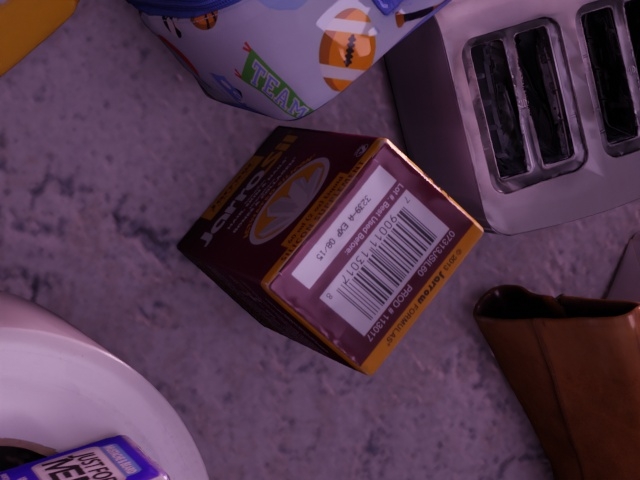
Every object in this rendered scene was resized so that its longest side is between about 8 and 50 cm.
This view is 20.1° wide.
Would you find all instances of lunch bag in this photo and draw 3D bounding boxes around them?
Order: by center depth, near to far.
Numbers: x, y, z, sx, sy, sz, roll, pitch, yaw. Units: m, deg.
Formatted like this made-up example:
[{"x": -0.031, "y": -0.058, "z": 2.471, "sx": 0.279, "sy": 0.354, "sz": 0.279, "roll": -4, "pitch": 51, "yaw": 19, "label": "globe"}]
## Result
[{"x": 0.044, "y": -0.195, "z": 0.992, "sx": 0.303, "sy": 0.243, "sz": 0.115, "roll": -42, "pitch": 108, "yaw": -10, "label": "lunch bag"}]

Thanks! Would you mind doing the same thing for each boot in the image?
[{"x": 0.229, "y": 0.155, "z": 1.088, "sx": 0.096, "sy": 0.264, "sz": 0.280, "roll": -29, "pitch": 112, "yaw": -24, "label": "boot"}]

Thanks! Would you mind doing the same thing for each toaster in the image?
[{"x": 0.133, "y": -0.092, "z": 1.108, "sx": 0.168, "sy": 0.110, "sz": 0.186, "roll": -17, "pitch": 102, "yaw": -16, "label": "toaster"}]

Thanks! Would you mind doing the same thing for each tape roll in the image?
[{"x": -0.195, "y": 0.154, "z": 0.987, "sx": 0.246, "sy": 0.169, "sz": 0.246, "roll": -2, "pitch": 96, "yaw": -19, "label": "tape roll"}]

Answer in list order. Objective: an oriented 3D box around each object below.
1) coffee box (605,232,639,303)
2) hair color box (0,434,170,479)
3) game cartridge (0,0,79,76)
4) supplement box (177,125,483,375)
[{"x": 0.340, "y": 0.108, "z": 1.169, "sx": 0.297, "sy": 0.168, "sz": 0.119, "roll": 30, "pitch": 75, "yaw": -21, "label": "coffee box"}, {"x": -0.217, "y": 0.234, "z": 0.842, "sx": 0.339, "sy": 0.110, "sz": 0.185, "roll": -16, "pitch": 101, "yaw": -14, "label": "hair color box"}, {"x": -0.187, "y": -0.239, "z": 0.928, "sx": 0.323, "sy": 0.052, "sz": 0.285, "roll": -44, "pitch": 130, "yaw": -7, "label": "game cartridge"}, {"x": 0.000, "y": 0.000, "z": 1.028, "sx": 0.081, "sy": 0.188, "sz": 0.104, "roll": 42, "pitch": 82, "yaw": -18, "label": "supplement box"}]
